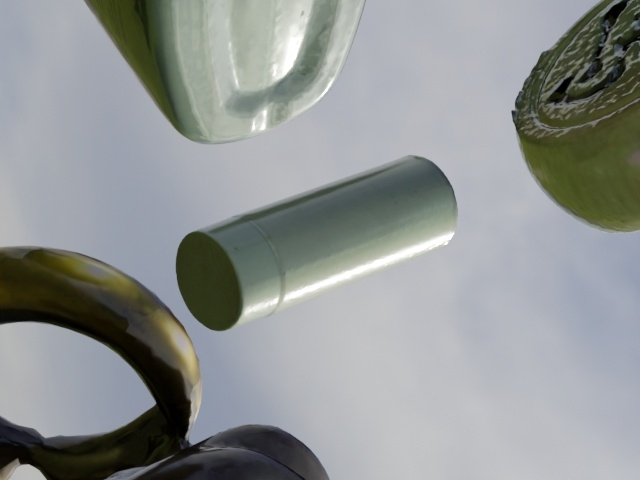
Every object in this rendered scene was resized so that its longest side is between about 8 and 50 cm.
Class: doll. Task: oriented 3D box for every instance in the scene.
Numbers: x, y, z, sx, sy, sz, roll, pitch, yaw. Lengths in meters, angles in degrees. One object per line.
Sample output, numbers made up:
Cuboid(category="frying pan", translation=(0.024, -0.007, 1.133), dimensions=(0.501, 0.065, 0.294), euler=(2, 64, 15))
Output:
Cuboid(category="doll", translation=(-0.115, 0.193, 0.791), dimensions=(0.318, 0.209, 0.340), euler=(44, -43, -4))

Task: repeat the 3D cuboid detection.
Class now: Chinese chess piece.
Cuboid(category="Chinese chess piece", translation=(0.262, -0.118, 1.385), dimensions=(0.101, 0.250, 0.250), euler=(48, -11, -21))

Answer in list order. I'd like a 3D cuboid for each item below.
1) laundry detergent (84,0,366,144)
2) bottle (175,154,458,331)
Cuboid(category="laundry detergent", translation=(-0.088, -0.191, 0.732), dimensions=(0.280, 0.105, 0.215), euler=(50, -27, 32))
Cuboid(category="bottle", translation=(0.000, 0.000, 1.254), dimensions=(0.072, 0.201, 0.072), euler=(23, -57, 43))
